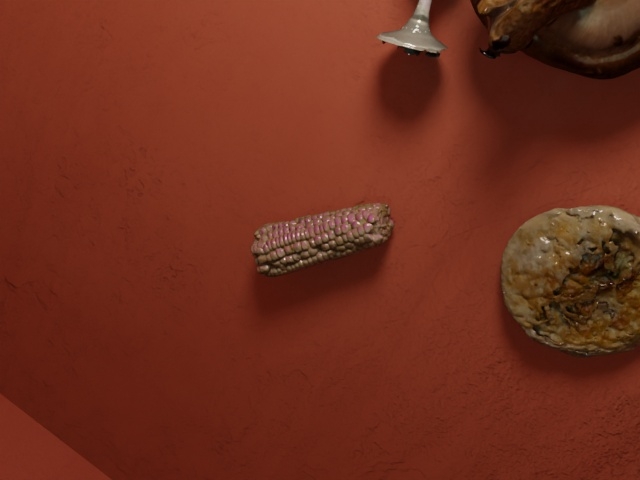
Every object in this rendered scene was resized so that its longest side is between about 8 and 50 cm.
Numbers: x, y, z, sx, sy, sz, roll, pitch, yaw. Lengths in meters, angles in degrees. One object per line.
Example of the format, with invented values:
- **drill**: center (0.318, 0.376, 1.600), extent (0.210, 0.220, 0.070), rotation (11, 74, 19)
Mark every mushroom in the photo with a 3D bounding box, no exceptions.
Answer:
- **mushroom**: center (0.395, -0.388, 0.845), extent (0.345, 0.260, 0.346), rotation (10, 125, 14)

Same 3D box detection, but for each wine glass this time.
- **wine glass**: center (0.191, -0.478, 0.960), extent (0.143, 0.143, 0.321), rotation (20, 119, 13)

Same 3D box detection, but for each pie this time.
- **pie**: center (0.516, 0.086, 1.117), extent (0.339, 0.077, 0.339), rotation (9, 115, 19)

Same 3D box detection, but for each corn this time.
- **corn**: center (0.000, -0.002, 1.275), extent (0.335, 0.126, 0.127), rotation (-12, 108, 23)
